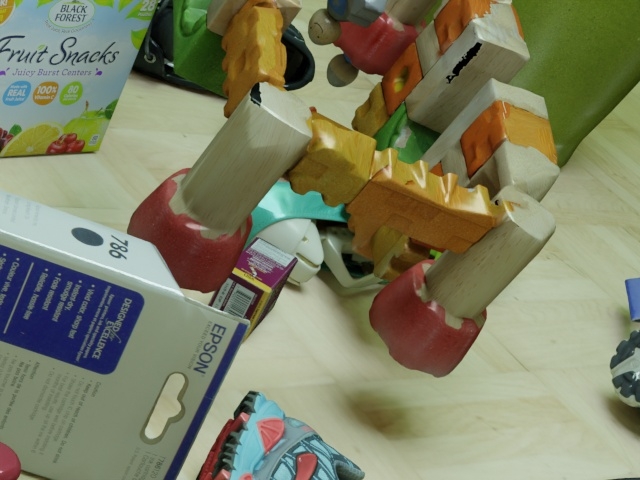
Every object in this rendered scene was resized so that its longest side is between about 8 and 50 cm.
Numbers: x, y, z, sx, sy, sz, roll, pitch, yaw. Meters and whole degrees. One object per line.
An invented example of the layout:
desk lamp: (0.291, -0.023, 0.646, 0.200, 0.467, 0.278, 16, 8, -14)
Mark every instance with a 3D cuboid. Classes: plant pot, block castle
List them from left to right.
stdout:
block castle: (-0.002, -0.118, 1.301, 0.303, 0.213, 0.453, 21, 39, -25)
plant pot: (0.278, -0.288, 1.936, 0.367, 0.353, 0.366, 21, 25, -10)

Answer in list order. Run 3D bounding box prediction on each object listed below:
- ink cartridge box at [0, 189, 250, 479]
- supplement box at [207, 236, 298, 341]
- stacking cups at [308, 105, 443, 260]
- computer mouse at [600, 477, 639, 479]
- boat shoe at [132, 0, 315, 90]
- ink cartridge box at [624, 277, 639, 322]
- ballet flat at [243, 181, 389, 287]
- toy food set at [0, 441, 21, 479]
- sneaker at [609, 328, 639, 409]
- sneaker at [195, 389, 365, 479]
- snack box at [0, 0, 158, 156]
ink cartridge box: (-0.226, 0.048, 0.996, 0.333, 0.165, 0.065, 22, 24, -13)
supplement box: (-0.058, 0.040, 1.313, 0.043, 0.055, 0.083, 29, 24, 6)
stacking cups: (0.058, -0.063, 1.583, 0.316, 0.096, 0.096, 30, 25, 8)
computer mouse: (0.237, 0.237, 1.194, 0.272, 0.072, 0.188, -2, 36, -47)
boat shoe: (-0.150, -0.226, 1.664, 0.340, 0.127, 0.113, 22, 11, -33)
ink cartridge box: (0.512, 0.110, 1.624, 0.396, 0.151, 0.270, 26, 23, -6)
ballet flat: (0.000, 0.000, 1.426, 0.247, 0.083, 0.087, 5, 46, -36)
toy food set: (-0.240, 0.135, 0.881, 0.232, 0.104, 0.111, 11, 29, -31)
sneaker: (0.402, 0.096, 1.435, 0.110, 0.275, 0.107, 40, 39, -49)
sneaker: (-0.024, 0.187, 0.998, 0.125, 0.104, 0.262, 28, 24, -2)
snack box: (-0.257, -0.161, 1.367, 0.070, 0.174, 0.207, 39, 26, 27)
